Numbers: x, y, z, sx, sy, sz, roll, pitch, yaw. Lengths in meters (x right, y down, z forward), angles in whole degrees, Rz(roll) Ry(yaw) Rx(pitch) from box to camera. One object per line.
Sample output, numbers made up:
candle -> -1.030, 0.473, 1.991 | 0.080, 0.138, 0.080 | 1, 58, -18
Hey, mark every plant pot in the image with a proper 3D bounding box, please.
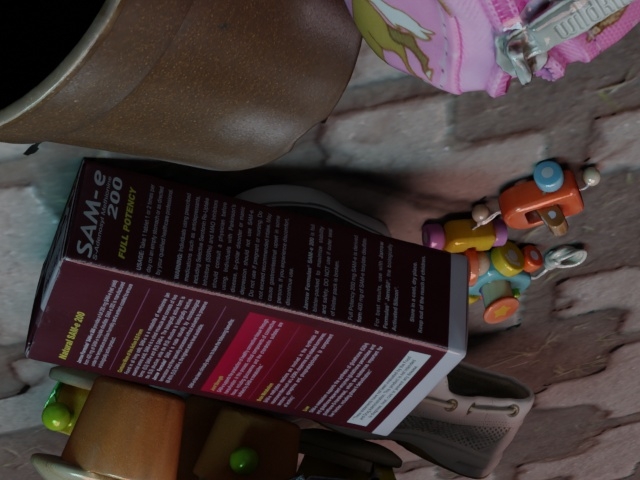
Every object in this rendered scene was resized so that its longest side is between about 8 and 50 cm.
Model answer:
plant pot -> -0.075, -0.103, 0.545 | 0.167, 0.167, 0.165 | -28, 157, 27

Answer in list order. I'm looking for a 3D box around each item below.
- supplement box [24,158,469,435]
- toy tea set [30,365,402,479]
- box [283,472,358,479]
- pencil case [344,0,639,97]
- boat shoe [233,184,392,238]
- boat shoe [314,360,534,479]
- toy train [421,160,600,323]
supplement box -> -0.045, 0.040, 0.853 | 0.239, 0.073, 0.130 | 14, 146, -15
toy tea set -> -0.097, 0.174, 1.016 | 0.200, 0.124, 0.336 | 10, 172, 37
box -> -0.024, 0.248, 1.041 | 0.293, 0.073, 0.295 | -27, 154, 33
pencil case -> 0.010, -0.188, 0.378 | 0.160, 0.167, 0.386 | -48, 147, -2
boat shoe -> 0.000, 0.000, 0.897 | 0.049, 0.040, 0.142 | -31, 148, 33
boat shoe -> 0.055, 0.096, 1.071 | 0.277, 0.098, 0.096 | 24, 110, -40
toy train -> 0.139, 0.010, 0.972 | 0.125, 0.046, 0.166 | -16, 153, 7
